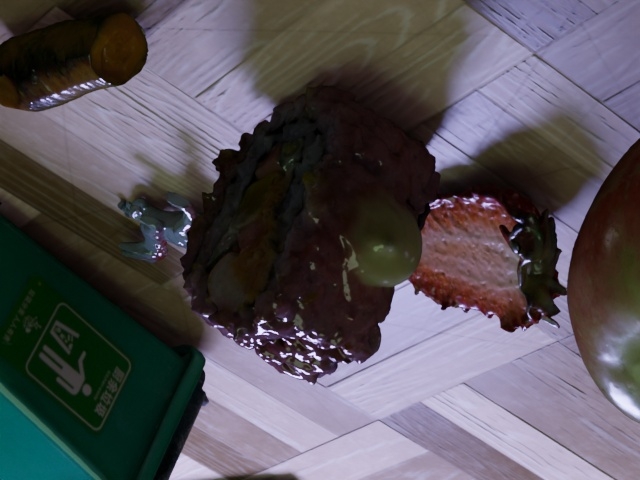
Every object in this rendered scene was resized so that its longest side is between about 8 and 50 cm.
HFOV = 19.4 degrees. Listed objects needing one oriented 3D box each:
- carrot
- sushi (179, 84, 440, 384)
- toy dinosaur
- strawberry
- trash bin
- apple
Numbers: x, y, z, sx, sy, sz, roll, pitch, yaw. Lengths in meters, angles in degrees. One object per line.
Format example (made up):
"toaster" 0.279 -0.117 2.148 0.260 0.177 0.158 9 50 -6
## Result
"carrot" -0.251 -0.172 1.820 0.173 0.082 0.082 -7 139 38
"sushi" 0.000 0.000 1.784 0.171 0.270 0.236 35 156 -30
"toy dinosaur" -0.114 -0.007 2.021 0.242 0.053 0.167 10 147 12
"strawberry" 0.164 -0.002 1.890 0.208 0.087 0.167 23 135 41
"trash bin" -0.358 0.158 2.216 0.295 0.259 0.381 -15 128 40
"apple" 0.382 0.018 1.634 0.319 0.277 0.319 15 137 14
